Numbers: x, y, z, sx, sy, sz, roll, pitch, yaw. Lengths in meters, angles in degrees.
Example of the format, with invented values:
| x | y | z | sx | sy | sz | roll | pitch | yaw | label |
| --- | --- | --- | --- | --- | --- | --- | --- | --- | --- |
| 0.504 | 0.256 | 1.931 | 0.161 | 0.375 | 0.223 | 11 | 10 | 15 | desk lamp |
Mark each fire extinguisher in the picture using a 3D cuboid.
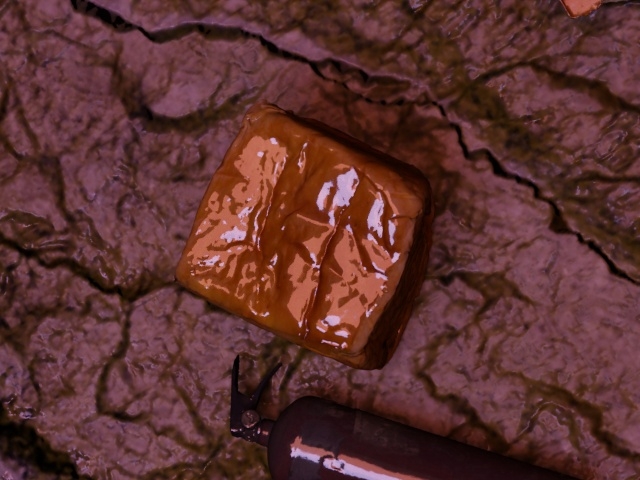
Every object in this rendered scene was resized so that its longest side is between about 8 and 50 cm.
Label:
| x | y | z | sx | sy | sz | roll | pitch | yaw | label |
| --- | --- | --- | --- | --- | --- | --- | --- | --- | --- |
| 0.052 | 0.153 | 0.983 | 0.268 | 0.072 | 0.089 | 16 | 65 | 12 | fire extinguisher |

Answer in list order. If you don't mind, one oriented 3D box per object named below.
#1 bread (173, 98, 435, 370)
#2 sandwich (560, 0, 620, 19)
| x | y | z | sx | sy | sz | roll | pitch | yaw | label |
| --- | --- | --- | --- | --- | --- | --- | --- | --- | --- |
| 0.000 | 0.000 | 0.955 | 0.143 | 0.158 | 0.149 | 24 | 97 | 10 | bread |
| 0.175 | -0.231 | 0.975 | 0.193 | 0.058 | 0.162 | 5 | 89 | 13 | sandwich |
